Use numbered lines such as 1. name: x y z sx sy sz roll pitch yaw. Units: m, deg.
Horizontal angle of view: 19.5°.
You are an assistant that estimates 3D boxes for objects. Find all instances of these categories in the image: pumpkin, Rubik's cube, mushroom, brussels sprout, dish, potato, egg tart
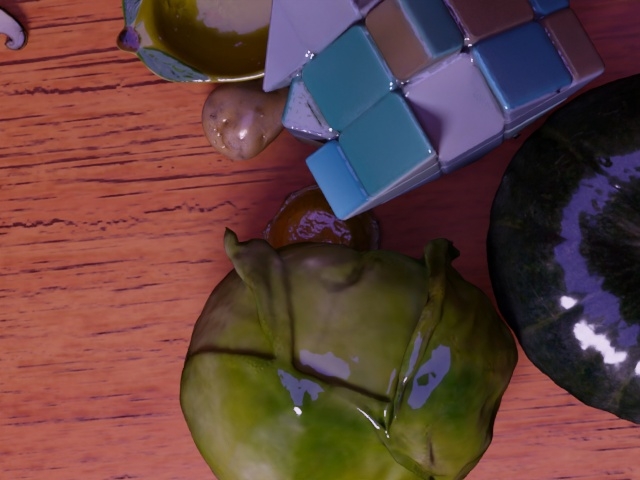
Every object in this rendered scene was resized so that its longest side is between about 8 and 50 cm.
1. pumpkin: 0.282 0.006 1.500 0.300 0.207 0.300 0 93 9
2. Rubik's cube: 0.069 -0.160 1.488 0.265 0.224 0.213 -36 82 46
3. mushroom: -0.308 -0.193 1.668 0.101 0.019 0.049 18 93 9
4. brussels sprout: 0.021 0.110 1.519 0.259 0.227 0.294 15 136 -3
5. dish: -0.075 -0.209 1.607 0.207 0.080 0.149 -21 93 7
6. potato: -0.061 -0.109 1.622 0.083 0.062 0.068 -30 103 -14
7. egg tart: 0.000 0.000 1.623 0.105 0.039 0.105 0 93 7
